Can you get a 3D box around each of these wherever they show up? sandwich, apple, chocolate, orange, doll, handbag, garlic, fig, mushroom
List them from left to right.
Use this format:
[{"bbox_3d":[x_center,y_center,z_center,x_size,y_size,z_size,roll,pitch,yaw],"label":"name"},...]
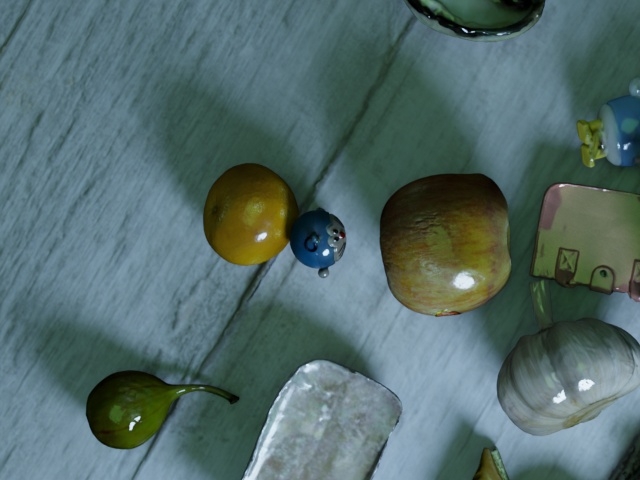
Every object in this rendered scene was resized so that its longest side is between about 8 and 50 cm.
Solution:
[{"bbox_3d":[-0.245,0.251,1.809,0.236,0.124,0.124,-12,84,-6],"label":"fig"},{"bbox_3d":[-0.104,-0.039,1.783,0.136,0.159,0.159,11,87,-31],"label":"orange"},{"bbox_3d":[-0.012,0.328,1.762,0.185,0.100,0.303,26,93,0],"label":"chocolate"},{"bbox_3d":[0.000,0.000,1.754,0.086,0.152,0.114,-9,83,7],"label":"doll"},{"bbox_3d":[0.184,0.006,1.694,0.188,0.211,0.211,-7,85,13],"label":"apple"},{"bbox_3d":[0.210,-0.445,1.770,0.247,0.130,0.344,-31,83,-10],"label":"mushroom"},{"bbox_3d":[0.242,0.430,1.716,0.088,0.090,0.244,20,87,15],"label":"sandwich"},{"bbox_3d":[0.339,0.158,1.679,0.219,0.218,0.212,-25,66,7],"label":"garlic"},{"bbox_3d":[0.427,0.005,1.729,0.213,0.059,0.157,10,88,9],"label":"handbag"},{"bbox_3d":[0.499,-0.171,1.711,0.241,0.099,0.135,-11,79,10],"label":"doll"}]

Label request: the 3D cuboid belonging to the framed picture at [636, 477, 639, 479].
[{"bbox_3d":[0.495,0.422,1.662,0.023,0.128,0.168,-2,84,50],"label":"framed picture"}]
